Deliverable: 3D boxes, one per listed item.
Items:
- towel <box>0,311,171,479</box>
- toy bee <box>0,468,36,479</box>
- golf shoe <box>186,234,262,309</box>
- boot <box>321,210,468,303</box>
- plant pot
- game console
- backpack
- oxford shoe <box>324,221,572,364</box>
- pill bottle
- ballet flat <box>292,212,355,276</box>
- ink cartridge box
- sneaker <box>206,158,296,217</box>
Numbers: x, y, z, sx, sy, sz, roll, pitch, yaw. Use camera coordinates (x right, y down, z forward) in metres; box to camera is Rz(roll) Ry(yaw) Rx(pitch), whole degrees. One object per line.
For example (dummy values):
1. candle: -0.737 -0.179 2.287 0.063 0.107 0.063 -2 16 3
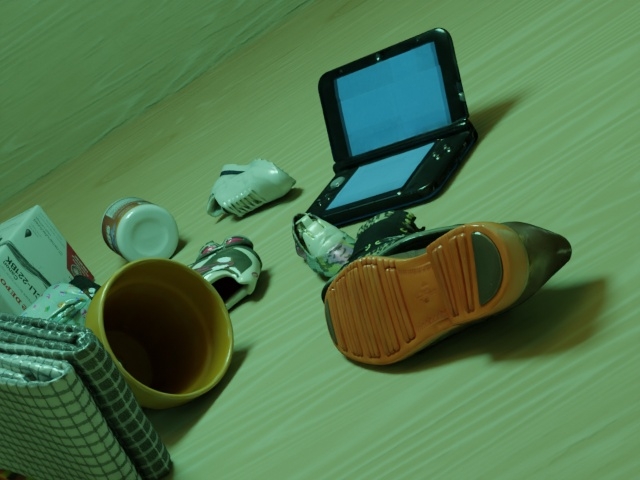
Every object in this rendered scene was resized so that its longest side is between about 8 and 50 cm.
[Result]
1. towel: -0.347 0.210 1.548 0.283 0.235 0.121 6 44 38
2. toy bee: -0.534 0.356 1.703 0.298 0.162 0.195 -33 21 5
3. golf shoe: -0.216 0.091 1.906 0.272 0.105 0.120 -31 27 10
4. boot: 0.121 0.005 1.584 0.236 0.085 0.179 -23 19 26
5. plant pot: -0.256 0.153 1.706 0.188 0.205 0.205 -36 12 47
6. game console: 0.082 -0.171 1.925 0.293 0.173 0.250 -16 26 43
7. backpack: -0.457 0.147 2.139 0.182 0.115 0.152 -43 24 -16
8. oxford shoe: 0.138 0.065 1.417 0.132 0.130 0.363 -8 -8 -37
9. pill bottle: -0.360 -0.021 2.365 0.121 0.121 0.216 -39 19 -13
10. ballet flat: 0.000 0.000 1.796 0.077 0.079 0.221 -36 20 -8
11. ink cartridge box: -0.578 0.089 2.345 0.114 0.197 0.273 -25 22 24
12. sneaker: -0.129 -0.088 2.233 0.235 0.090 0.095 -8 45 59
